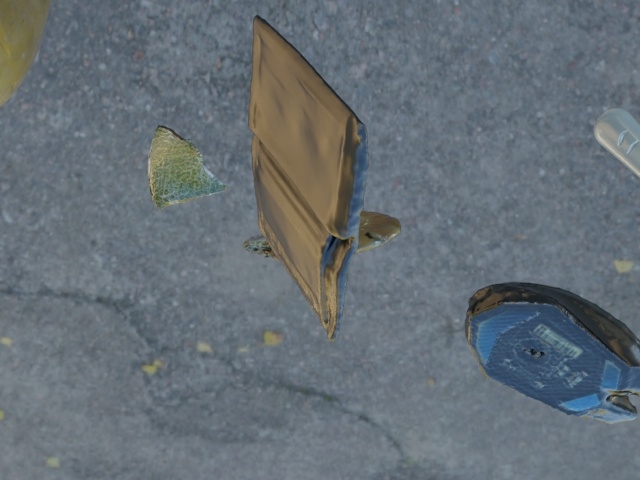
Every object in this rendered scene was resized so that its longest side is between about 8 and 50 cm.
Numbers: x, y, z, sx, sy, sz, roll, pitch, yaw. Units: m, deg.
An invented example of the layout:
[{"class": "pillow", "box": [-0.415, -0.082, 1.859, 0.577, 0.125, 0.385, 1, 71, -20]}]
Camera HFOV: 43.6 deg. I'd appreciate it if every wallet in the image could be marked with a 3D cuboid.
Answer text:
[{"class": "wallet", "box": [-0.021, -0.060, 0.915, 0.041, 0.247, 0.323, -20, 138, -21]}]

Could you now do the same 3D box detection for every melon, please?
[{"class": "melon", "box": [-0.246, -0.111, 1.425, 0.140, 0.202, 0.093, -53, 145, 7]}]

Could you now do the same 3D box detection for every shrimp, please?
[{"class": "shrimp", "box": [-0.001, -0.001, 1.307, 0.267, 0.145, 0.061, -3, 112, 13]}]

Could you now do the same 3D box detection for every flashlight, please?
[{"class": "flashlight", "box": [0.475, -0.125, 1.178, 0.047, 0.200, 0.093, 21, 121, -44]}]

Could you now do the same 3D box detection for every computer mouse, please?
[{"class": "computer mouse", "box": [0.155, 0.068, 0.514, 0.135, 0.047, 0.079, 32, 132, 1]}]

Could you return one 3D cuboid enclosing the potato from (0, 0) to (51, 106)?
[{"class": "potato", "box": [-0.302, -0.199, 0.638, 0.146, 0.234, 0.150, 7, 151, 1]}]
